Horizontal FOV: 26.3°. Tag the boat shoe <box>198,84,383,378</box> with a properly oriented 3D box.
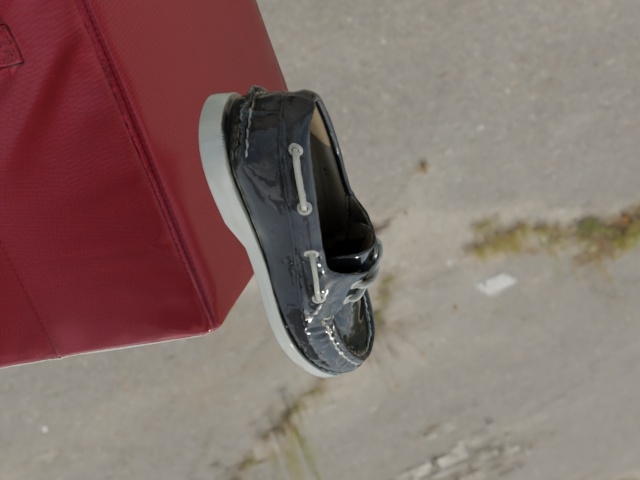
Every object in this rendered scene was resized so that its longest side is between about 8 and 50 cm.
[{"bbox_3d":[0.000,0.000,0.448,0.038,0.046,0.125,-5,132,21],"label":"boat shoe"}]

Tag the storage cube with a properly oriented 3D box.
[{"bbox_3d":[-0.135,-0.062,0.698,0.184,0.193,0.215,-12,-157,21],"label":"storage cube"}]
